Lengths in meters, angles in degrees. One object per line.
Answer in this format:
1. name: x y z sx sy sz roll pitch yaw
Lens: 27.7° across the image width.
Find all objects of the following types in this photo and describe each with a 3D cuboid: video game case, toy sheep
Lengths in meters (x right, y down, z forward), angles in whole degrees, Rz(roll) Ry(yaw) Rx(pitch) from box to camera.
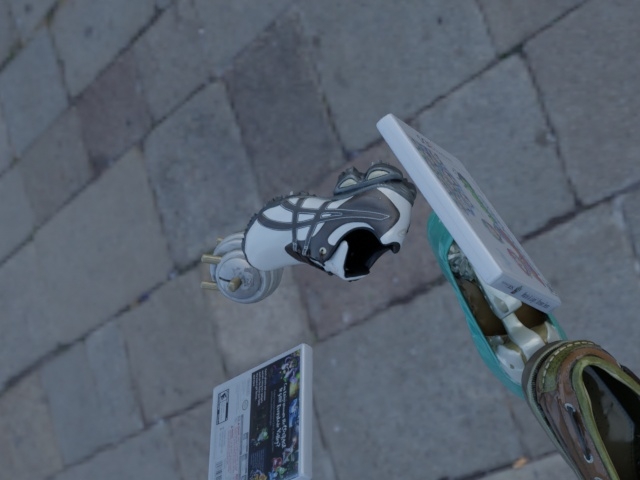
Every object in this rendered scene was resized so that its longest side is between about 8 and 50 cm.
1. video game case: 0.116 -0.018 0.996 0.019 0.143 0.157 -39 64 14
2. video game case: -0.077 0.246 1.670 0.173 0.022 0.190 -29 44 33
3. toy sheep: -0.086 0.031 1.463 0.091 0.132 0.091 5 114 11

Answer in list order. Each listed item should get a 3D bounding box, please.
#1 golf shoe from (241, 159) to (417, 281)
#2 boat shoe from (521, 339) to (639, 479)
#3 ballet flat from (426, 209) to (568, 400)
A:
1. golf shoe: 0.000 0.000 1.207 0.198 0.077 0.094 -26 48 36
2. boat shoe: 0.294 0.219 1.136 0.307 0.111 0.104 47 170 -6
3. ballet flat: 0.179 0.072 1.244 0.247 0.083 0.087 58 -177 -14
